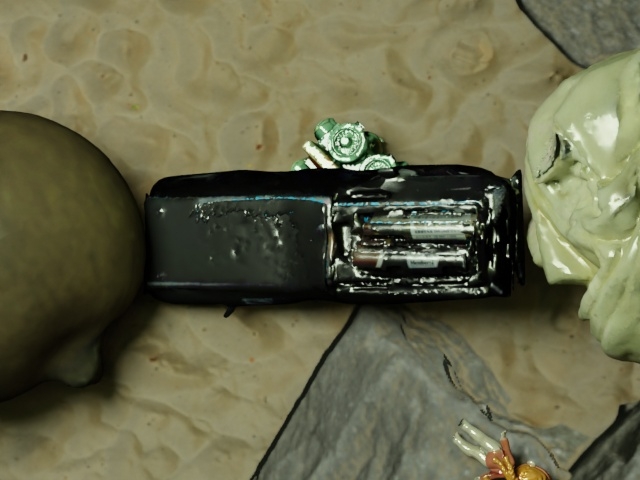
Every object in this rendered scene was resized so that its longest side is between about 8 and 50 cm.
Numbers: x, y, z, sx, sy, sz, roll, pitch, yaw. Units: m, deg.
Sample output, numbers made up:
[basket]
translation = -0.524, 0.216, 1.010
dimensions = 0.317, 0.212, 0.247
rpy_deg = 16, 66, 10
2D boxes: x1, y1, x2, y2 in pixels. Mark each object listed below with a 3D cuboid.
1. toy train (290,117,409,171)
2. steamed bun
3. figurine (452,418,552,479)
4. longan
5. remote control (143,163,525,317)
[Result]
[toy train]
translation = 0.041, -0.034, 1.859
dimensions = 0.176, 0.074, 0.118
rpy_deg = 44, 96, 15
[steamed bun]
translation = 0.300, -0.033, 1.720
dimensions = 0.275, 0.206, 0.320
rpy_deg = 29, 60, -25
[figurine]
translation = 0.168, 0.212, 1.798
dimensions = 0.109, 0.047, 0.064
rpy_deg = 36, 117, 22
[longan]
translation = -0.311, 0.023, 1.832
dimensions = 0.300, 0.243, 0.300
rpy_deg = 0, 95, 4
[remote control]
translation = 0.000, 0.000, 1.808
dimensions = 0.398, 0.062, 0.145
rpy_deg = -2, 88, 27
